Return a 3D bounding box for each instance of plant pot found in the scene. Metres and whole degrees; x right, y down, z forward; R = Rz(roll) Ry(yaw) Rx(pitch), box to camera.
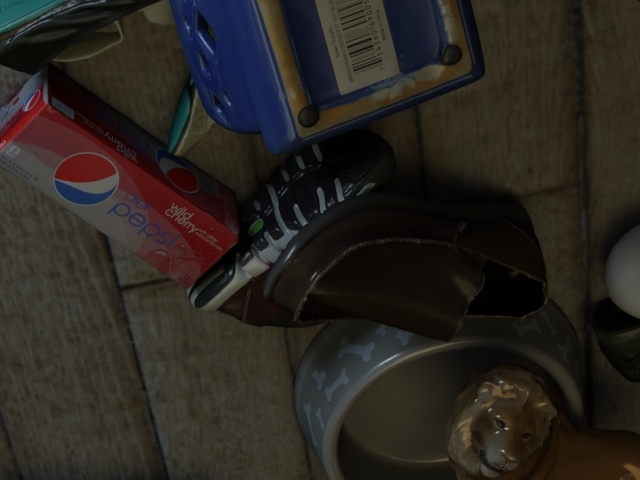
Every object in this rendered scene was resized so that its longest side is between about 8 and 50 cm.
[{"bbox_3d":[0.003,-0.215,1.475,0.236,0.212,0.236,-21,117,-10],"label":"plant pot"}]

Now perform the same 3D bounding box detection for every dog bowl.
[{"bbox_3d":[0.147,0.199,2.006,0.349,0.102,0.349,-5,129,-6],"label":"dog bowl"}]

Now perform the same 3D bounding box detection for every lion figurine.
[{"bbox_3d":[0.282,0.260,1.946,0.392,0.142,0.240,11,118,-35],"label":"lion figurine"}]

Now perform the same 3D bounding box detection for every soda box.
[{"bbox_3d":[-0.206,-0.063,1.752,0.263,0.083,0.092,35,114,-30],"label":"soda box"}]

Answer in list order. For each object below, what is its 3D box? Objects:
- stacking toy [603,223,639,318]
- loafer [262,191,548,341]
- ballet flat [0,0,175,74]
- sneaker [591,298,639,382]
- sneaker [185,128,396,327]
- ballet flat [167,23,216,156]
[{"bbox_3d":[0.523,-0.023,1.825,0.480,0.350,0.350,-16,131,25],"label":"stacking toy"},{"bbox_3d":[0.108,0.033,1.768,0.366,0.130,0.134,-7,141,-37],"label":"loafer"},{"bbox_3d":[-0.195,-0.237,1.622,0.280,0.095,0.096,-22,138,20],"label":"ballet flat"},{"bbox_3d":[0.439,0.106,1.997,0.227,0.087,0.130,-19,130,8],"label":"sneaker"},{"bbox_3d":[0.000,0.000,1.841,0.281,0.106,0.162,-36,136,23],"label":"sneaker"},{"bbox_3d":[-0.111,-0.149,1.717,0.052,0.057,0.168,10,126,-13],"label":"ballet flat"}]
